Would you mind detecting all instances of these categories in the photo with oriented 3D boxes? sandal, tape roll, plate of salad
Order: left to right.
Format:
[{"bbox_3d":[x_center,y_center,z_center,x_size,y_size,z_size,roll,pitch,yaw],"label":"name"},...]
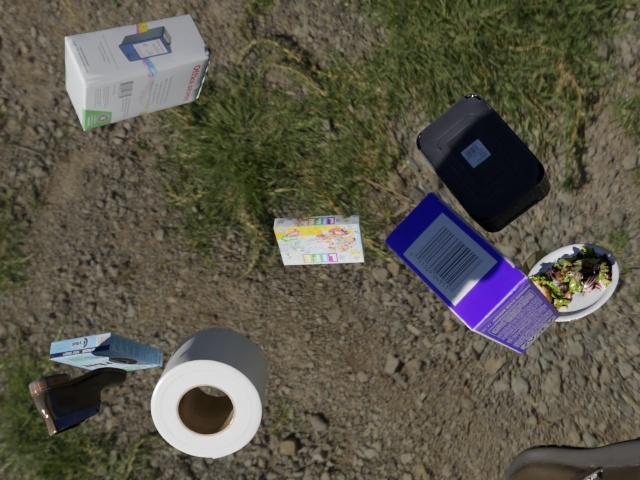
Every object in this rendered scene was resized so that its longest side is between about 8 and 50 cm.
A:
[{"bbox_3d":[-0.248,0.346,1.387,0.246,0.169,0.246,0,105,0],"label":"tape roll"},{"bbox_3d":[0.527,0.108,1.346,0.090,0.060,0.219,-45,36,10],"label":"sandal"},{"bbox_3d":[0.515,0.079,1.254,0.199,0.200,0.048,-36,120,14],"label":"plate of salad"}]

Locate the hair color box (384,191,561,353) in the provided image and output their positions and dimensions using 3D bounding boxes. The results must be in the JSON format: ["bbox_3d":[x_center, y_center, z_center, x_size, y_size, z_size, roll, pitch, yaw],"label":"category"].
[{"bbox_3d":[0.252,0.063,0.942,0.110,0.339,0.185,-47,60,8],"label":"hair color box"}]

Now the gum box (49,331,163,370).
[{"bbox_3d":[-0.466,0.252,1.326,0.156,0.184,0.041,-12,64,19],"label":"gum box"}]

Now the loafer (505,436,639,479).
[{"bbox_3d":[0.193,0.186,0.409,0.080,0.220,0.078,23,60,-3],"label":"loafer"}]

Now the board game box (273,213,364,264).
[{"bbox_3d":[0.000,0.000,1.105,0.154,0.103,0.026,-3,47,9],"label":"board game box"}]

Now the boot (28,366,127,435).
[{"bbox_3d":[-0.470,0.320,1.206,0.082,0.219,0.106,-34,70,26],"label":"boot"}]

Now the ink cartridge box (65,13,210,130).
[{"bbox_3d":[-0.308,-0.281,1.011,0.212,0.154,0.093,-21,82,-26],"label":"ink cartridge box"}]

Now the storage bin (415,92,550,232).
[{"bbox_3d":[0.245,-0.116,0.913,0.122,0.084,0.180,-39,67,15],"label":"storage bin"}]
